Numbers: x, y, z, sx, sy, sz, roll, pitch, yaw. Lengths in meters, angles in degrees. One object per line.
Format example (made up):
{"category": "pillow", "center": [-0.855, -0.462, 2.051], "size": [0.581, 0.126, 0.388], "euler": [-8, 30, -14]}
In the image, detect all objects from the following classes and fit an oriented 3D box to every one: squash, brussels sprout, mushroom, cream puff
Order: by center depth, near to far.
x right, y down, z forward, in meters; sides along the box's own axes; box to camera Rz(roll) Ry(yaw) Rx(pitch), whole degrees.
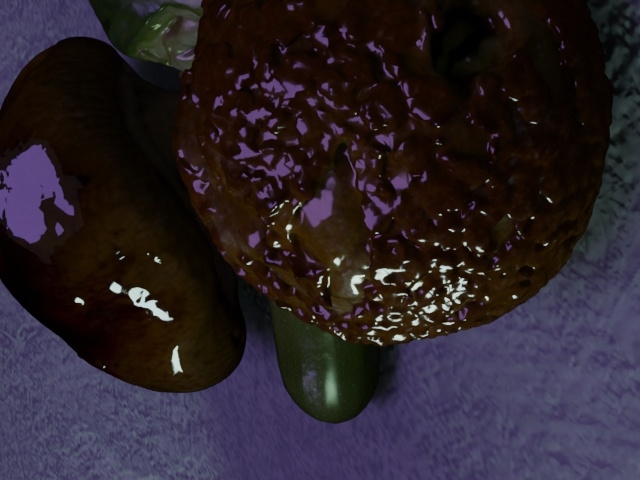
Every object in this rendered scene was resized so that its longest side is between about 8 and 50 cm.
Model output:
{"category": "cream puff", "center": [0.024, -0.069, 0.903], "size": [0.303, 0.212, 0.303], "euler": [44, 148, 38]}
{"category": "brussels sprout", "center": [-0.092, -0.203, 1.094], "size": [0.183, 0.131, 0.145], "euler": [-17, 82, 39]}
{"category": "squash", "center": [0.000, 0.000, 1.120], "size": [0.094, 0.094, 0.341], "euler": [35, 136, 47]}
{"category": "mushroom", "center": [-0.147, -0.032, 1.282], "size": [0.345, 0.260, 0.345], "euler": [64, 180, 1]}
